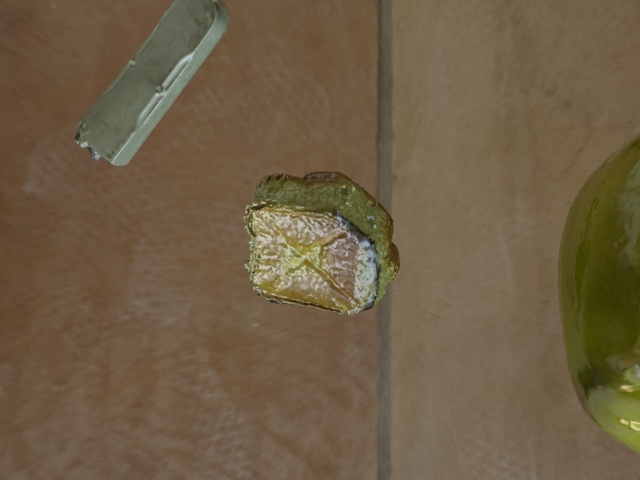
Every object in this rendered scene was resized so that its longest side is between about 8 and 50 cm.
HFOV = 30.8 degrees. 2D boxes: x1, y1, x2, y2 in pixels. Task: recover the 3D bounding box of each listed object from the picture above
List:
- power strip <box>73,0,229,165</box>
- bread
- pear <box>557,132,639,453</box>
[{"bbox_3d":[-0.220,-0.221,1.549,0.080,0.048,0.286,44,105,16],"label":"power strip"},{"bbox_3d":[0.000,0.000,1.083,0.140,0.069,0.128,6,128,18],"label":"bread"},{"bbox_3d":[0.307,0.026,0.828,0.294,0.294,0.294,0,87,4],"label":"pear"}]
